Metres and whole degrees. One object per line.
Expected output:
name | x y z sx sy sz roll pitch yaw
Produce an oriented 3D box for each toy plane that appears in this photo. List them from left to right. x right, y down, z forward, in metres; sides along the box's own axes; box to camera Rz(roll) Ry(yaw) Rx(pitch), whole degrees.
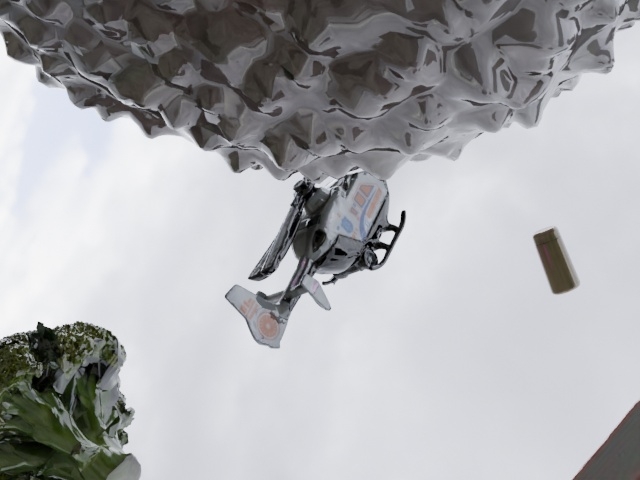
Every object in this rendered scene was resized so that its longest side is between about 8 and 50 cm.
toy plane | 0.000 0.001 0.737 0.053 0.078 0.197 -20 -152 43

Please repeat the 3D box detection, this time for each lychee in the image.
lychee | -0.008 -0.215 0.519 0.380 0.380 0.432 -54 -173 26

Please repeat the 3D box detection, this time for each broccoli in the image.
broccoli | -0.155 0.109 0.612 0.120 0.130 0.131 25 -81 30

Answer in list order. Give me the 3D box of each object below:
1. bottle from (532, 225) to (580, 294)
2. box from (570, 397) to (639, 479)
bottle | 0.344 0.028 1.595 0.045 0.045 0.096 -17 -84 51
box | 0.083 0.142 0.277 0.123 0.229 0.050 20 -46 36
